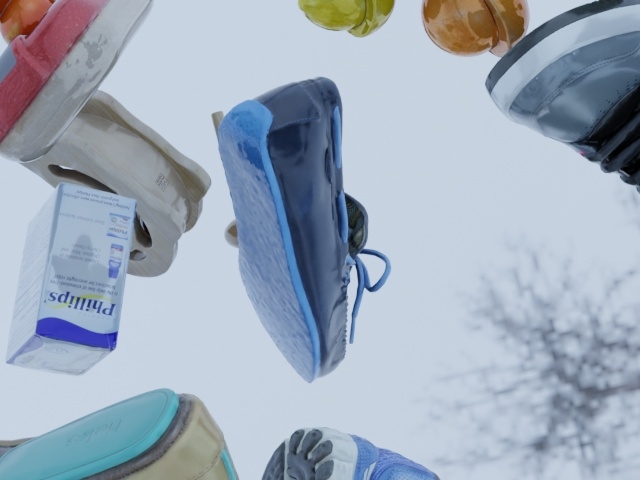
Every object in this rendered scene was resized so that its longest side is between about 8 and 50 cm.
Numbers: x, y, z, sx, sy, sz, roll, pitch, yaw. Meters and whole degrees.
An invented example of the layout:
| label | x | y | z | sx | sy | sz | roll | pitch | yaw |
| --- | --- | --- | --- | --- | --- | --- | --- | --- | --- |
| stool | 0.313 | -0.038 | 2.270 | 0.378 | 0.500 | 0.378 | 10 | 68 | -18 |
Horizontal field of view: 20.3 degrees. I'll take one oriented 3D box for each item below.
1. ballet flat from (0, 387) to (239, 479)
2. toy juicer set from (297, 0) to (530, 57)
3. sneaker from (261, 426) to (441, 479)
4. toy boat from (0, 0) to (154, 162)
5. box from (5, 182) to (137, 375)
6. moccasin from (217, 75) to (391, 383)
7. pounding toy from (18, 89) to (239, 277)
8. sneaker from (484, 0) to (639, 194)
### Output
| label | x | y | z | sx | sy | sz | roll | pitch | yaw |
| --- | --- | --- | --- | --- | --- | --- | --- | --- | --- |
| ballet flat | -0.135 | 0.123 | 0.762 | 0.073 | 0.232 | 0.080 | 59 | -146 | -27 |
| toy juicer set | 0.032 | -0.222 | 1.100 | 0.329 | 0.209 | 0.089 | 24 | -129 | -27 |
| sneaker | 0.006 | 0.300 | 1.276 | 0.147 | 0.330 | 0.130 | 14 | -165 | -24 |
| toy boat | -0.231 | -0.174 | 1.406 | 0.151 | 0.151 | 0.231 | 37 | -154 | -10 |
| box | -0.215 | 0.036 | 1.535 | 0.072 | 0.126 | 0.137 | 13 | -109 | -17 |
| moccasin | 0.000 | 0.000 | 1.611 | 0.138 | 0.117 | 0.342 | 44 | 155 | 31 |
| pounding toy | -0.186 | -0.069 | 1.914 | 0.269 | 0.154 | 0.155 | 39 | -124 | -16 |
| sneaker | 0.238 | -0.048 | 1.146 | 0.295 | 0.124 | 0.178 | 0 | -127 | -47 |
